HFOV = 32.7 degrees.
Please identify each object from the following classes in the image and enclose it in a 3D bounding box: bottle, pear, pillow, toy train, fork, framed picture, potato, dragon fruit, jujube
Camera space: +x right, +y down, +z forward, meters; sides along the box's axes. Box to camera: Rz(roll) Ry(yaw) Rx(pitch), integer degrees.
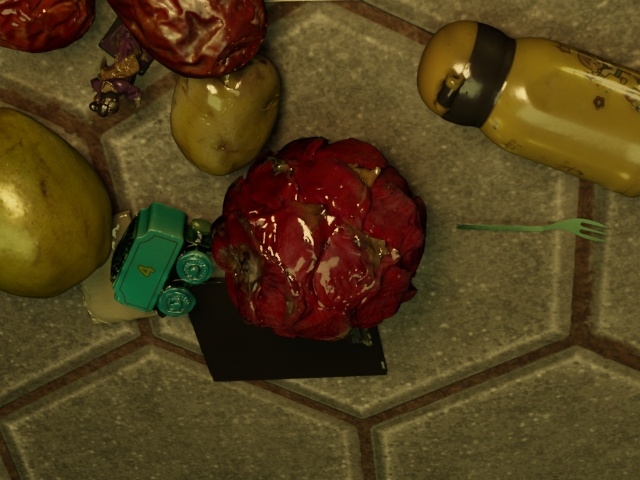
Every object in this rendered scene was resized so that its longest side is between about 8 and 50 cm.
[{"bbox_3d":[0.305,-0.196,1.504,0.351,0.171,0.171,21,130,-5],"label":"bottle"},{"bbox_3d":[-0.467,-0.055,1.712,0.253,0.253,0.307,-18,113,23],"label":"pear"},{"bbox_3d":[-0.367,0.052,1.906,0.148,0.050,0.229,-9,128,8],"label":"pillow"},{"bbox_3d":[-0.263,0.038,1.820,0.155,0.107,0.197,22,120,-17],"label":"toy train"},{"bbox_3d":[0.335,-0.023,1.735,0.235,0.021,0.039,4,126,9],"label":"fork"},{"bbox_3d":[-0.065,0.159,1.962,0.339,0.014,0.255,-4,129,14],"label":"framed picture"},{"bbox_3d":[-0.141,-0.191,1.605,0.155,0.137,0.200,17,129,-5],"label":"potato"},{"bbox_3d":[-0.002,-0.003,1.626,0.329,0.329,0.329,5,130,6],"label":"dragon fruit"},{"bbox_3d":[-0.182,-0.329,1.460,0.243,0.183,0.183,47,126,6],"label":"jujube"},{"bbox_3d":[-0.398,-0.370,1.457,0.213,0.213,0.232,6,130,5],"label":"jujube"}]

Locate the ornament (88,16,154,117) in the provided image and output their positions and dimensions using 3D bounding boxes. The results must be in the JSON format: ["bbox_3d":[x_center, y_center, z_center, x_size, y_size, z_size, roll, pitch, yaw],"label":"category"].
[{"bbox_3d":[-0.283,-0.230,1.565,0.081,0.203,0.088,28,127,-23],"label":"ornament"}]
